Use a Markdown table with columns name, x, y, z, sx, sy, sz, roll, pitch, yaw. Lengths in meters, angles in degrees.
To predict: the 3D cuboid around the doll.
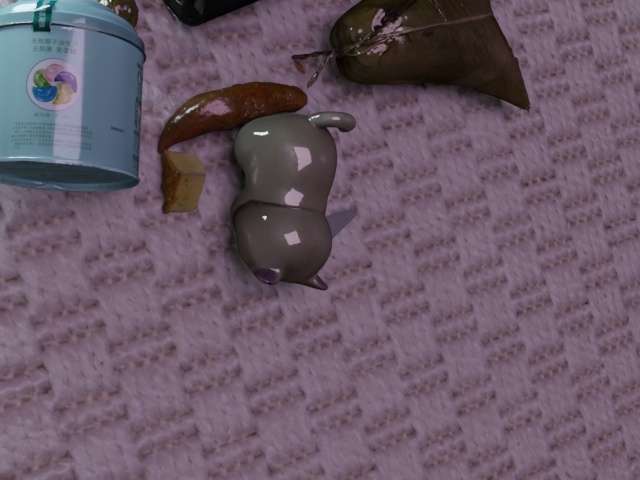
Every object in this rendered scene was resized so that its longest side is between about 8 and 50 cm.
| name | x | y | z | sx | sy | sz | roll | pitch | yaw |
| --- | --- | --- | --- | --- | --- | --- | --- | --- | --- |
| doll | -0.072 | -0.092 | 1.745 | 0.215 | 0.226 | 0.370 | 15 | 85 | -53 |

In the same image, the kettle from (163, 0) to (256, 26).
| name | x | y | z | sx | sy | sz | roll | pitch | yaw |
| --- | --- | --- | --- | --- | --- | --- | --- | --- | --- |
| kettle | -0.188 | -0.597 | 1.773 | 0.308 | 0.262 | 0.203 | -29 | 134 | -31 |

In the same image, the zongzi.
| name | x | y | z | sx | sy | sz | roll | pitch | yaw |
| --- | --- | --- | --- | --- | --- | --- | --- | --- | --- |
| zongzi | 0.254 | -0.376 | 1.942 | 0.500 | 0.218 | 0.466 | -42 | 104 | -25 |

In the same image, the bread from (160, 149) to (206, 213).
| name | x | y | z | sx | sy | sz | roll | pitch | yaw |
| --- | --- | --- | --- | --- | --- | --- | --- | --- | --- |
| bread | -0.284 | -0.117 | 1.733 | 0.084 | 0.080 | 0.109 | -1 | 127 | -33 |

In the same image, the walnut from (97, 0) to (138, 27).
| name | x | y | z | sx | sy | sz | roll | pitch | yaw |
| --- | --- | --- | --- | --- | --- | --- | --- | --- | --- |
| walnut | -0.401 | -0.449 | 1.677 | 0.092 | 0.092 | 0.092 | 3 | 83 | -28 |

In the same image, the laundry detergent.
| name | x | y | z | sx | sy | sz | roll | pitch | yaw |
| --- | --- | --- | --- | --- | --- | --- | --- | --- | --- |
| laundry detergent | -0.457 | -0.259 | 1.507 | 0.287 | 0.287 | 0.305 | 4 | 82 | -28 |

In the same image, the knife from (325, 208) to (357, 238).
| name | x | y | z | sx | sy | sz | roll | pitch | yaw |
| --- | --- | --- | --- | --- | --- | --- | --- | --- | --- |
| knife | -0.002 | -0.001 | 1.874 | 0.058 | 0.032 | 0.244 | 44 | 62 | -8 |

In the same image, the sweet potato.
| name | x | y | z | sx | sy | sz | roll | pitch | yaw |
| --- | --- | --- | --- | --- | --- | --- | --- | --- | --- |
| sweet potato | -0.179 | -0.277 | 1.765 | 0.355 | 0.095 | 0.106 | -22 | 136 | -25 |
